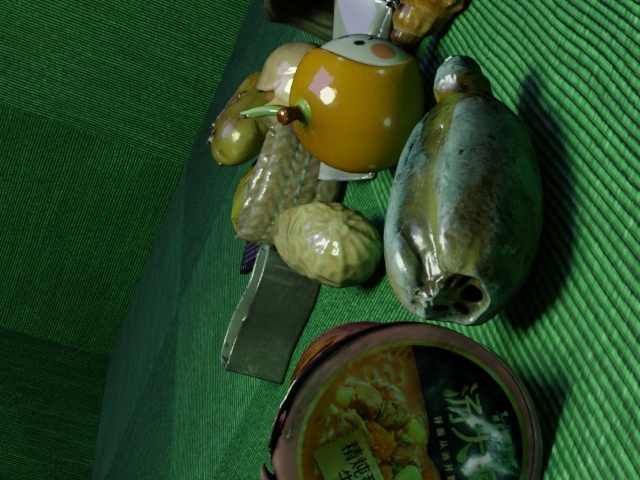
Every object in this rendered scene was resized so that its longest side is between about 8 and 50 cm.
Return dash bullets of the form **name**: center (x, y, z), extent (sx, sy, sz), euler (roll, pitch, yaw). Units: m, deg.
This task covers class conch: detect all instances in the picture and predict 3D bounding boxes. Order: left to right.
- **conch**: center (0.181, -0.402, 1.315), extent (0.109, 0.093, 0.330), euler (-90, 24, -63)

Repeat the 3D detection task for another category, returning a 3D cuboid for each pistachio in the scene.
- **pistachio**: center (-0.031, -0.285, 1.767), extent (0.299, 0.187, 0.188), euler (-150, 79, -79)

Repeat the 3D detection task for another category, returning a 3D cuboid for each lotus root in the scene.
- **lotus root**: center (0.155, -0.057, 0.959), extent (0.158, 0.140, 0.322), euler (-29, 37, 42)

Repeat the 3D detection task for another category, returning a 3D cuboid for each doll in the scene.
- **doll**: center (0.026, -0.188, 1.317), extent (0.213, 0.236, 0.213), euler (39, 137, 48)

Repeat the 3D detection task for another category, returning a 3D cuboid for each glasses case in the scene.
- **glasses case**: center (0.068, -0.244, 1.480), extent (0.128, 0.083, 0.308), euler (17, 106, 44)

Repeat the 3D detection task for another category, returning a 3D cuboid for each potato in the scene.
- **potato**: center (-0.127, -0.280, 1.983), extent (0.300, 0.140, 0.173), euler (-49, -1, -34)

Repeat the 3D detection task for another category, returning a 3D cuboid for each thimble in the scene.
- **thimble**: center (-0.050, -0.090, 1.639), extent (0.196, 0.148, 0.229), euler (158, 131, -71)

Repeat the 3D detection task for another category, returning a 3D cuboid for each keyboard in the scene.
- **keyboard**: center (-0.118, 0.005, 1.968), extent (0.309, 0.018, 0.101), euler (154, 132, -68)

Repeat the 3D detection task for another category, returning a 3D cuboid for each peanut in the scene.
- **peanut**: center (0.000, 0.000, 1.392), extent (0.120, 0.136, 0.298), euler (-40, 12, -10)

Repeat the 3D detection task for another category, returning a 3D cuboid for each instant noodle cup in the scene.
- **instant noodle cup**: center (0.060, 0.178, 0.899), extent (0.255, 0.243, 0.244), euler (-163, 91, -83)

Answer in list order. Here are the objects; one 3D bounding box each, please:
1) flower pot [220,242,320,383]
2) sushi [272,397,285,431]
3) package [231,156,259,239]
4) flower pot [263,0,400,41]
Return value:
- **flower pot**: center (-0.085, 0.125, 1.582), extent (0.103, 0.108, 0.229), euler (-124, 56, -70)
- **sushi**: center (0.017, 0.224, 1.117), extent (0.149, 0.140, 0.287), euler (3, 72, 34)
- **package**: center (-0.125, -0.113, 1.991), extent (0.226, 0.090, 0.168), euler (-41, 30, 49)
- **flower pot**: center (0.033, -0.487, 1.574), extent (0.302, 0.301, 0.213), euler (141, 132, -61)
